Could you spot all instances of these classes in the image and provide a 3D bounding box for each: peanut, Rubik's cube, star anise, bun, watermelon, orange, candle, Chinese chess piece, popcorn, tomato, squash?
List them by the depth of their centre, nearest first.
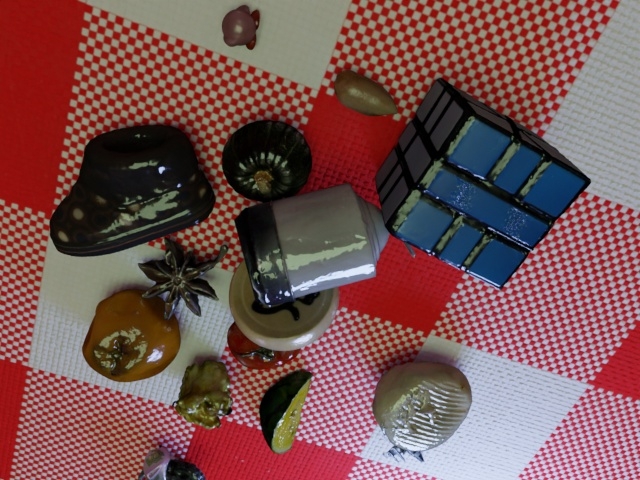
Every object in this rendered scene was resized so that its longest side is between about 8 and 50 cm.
[{"bbox_3d":[0.302,-0.123,1.125,0.289,0.293,0.283,26,112,-10],"label":"Rubik's cube"},{"bbox_3d":[0.096,-0.301,1.152,0.152,0.076,0.076,26,115,-16],"label":"peanut"},{"bbox_3d":[0.000,0.000,1.157,0.343,0.221,0.221,-15,117,-3],"label":"candle"},{"bbox_3d":[-0.115,-0.168,1.182,0.193,0.156,0.193,17,128,22],"label":"squash"},{"bbox_3d":[-0.084,0.127,1.283,0.257,0.257,0.104,-2,157,1],"label":"Chinese chess piece"},{"bbox_3d":[-0.329,0.086,1.349,0.232,0.089,0.209,-9,102,-1],"label":"star anise"},{"bbox_3d":[-0.474,0.254,1.385,0.249,0.183,0.248,1,117,2],"label":"orange"},{"bbox_3d":[-0.140,0.244,1.394,0.187,0.151,0.187,-3,113,-8],"label":"tomato"},{"bbox_3d":[-0.316,0.417,1.461,0.173,0.195,0.168,39,103,-23],"label":"popcorn"},{"bbox_3d":[0.266,0.431,1.484,0.273,0.168,0.272,-4,113,-10],"label":"bun"},{"bbox_3d":[-0.103,0.499,1.563,0.129,0.123,0.301,-1,122,-23],"label":"watermelon"}]

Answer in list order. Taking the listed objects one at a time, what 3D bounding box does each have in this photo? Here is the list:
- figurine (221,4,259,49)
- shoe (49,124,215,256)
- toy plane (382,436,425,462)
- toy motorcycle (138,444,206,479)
[{"bbox_3d":[-0.160,-0.425,1.095,0.071,0.067,0.083,5,103,-24],"label":"figurine"},{"bbox_3d":[-0.441,-0.114,1.198,0.384,0.171,0.237,-15,123,7],"label":"shoe"},{"bbox_3d":[0.264,0.602,1.619,0.160,0.082,0.234,-42,112,-9],"label":"toy plane"},{"bbox_3d":[-0.478,0.728,1.666,0.188,0.143,0.327,38,127,-8],"label":"toy motorcycle"}]
